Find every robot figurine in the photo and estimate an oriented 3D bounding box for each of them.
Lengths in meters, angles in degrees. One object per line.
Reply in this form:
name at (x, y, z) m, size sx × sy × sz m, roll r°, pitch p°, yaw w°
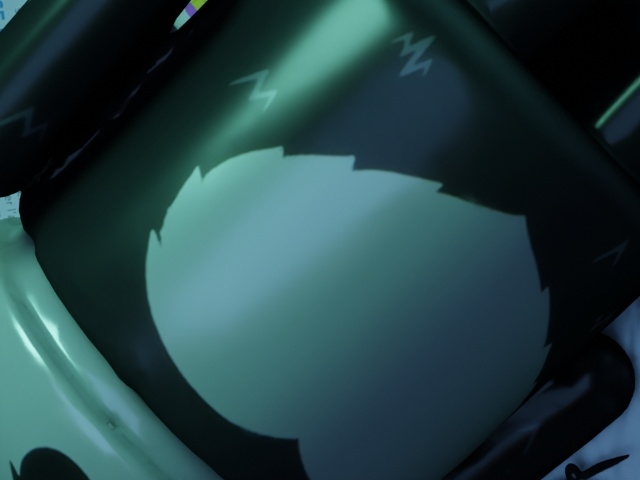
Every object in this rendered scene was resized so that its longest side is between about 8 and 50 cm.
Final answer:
robot figurine at (0.002, 0.002, 0.487) m, size 0.278 × 0.173 × 0.209 m, roll -44°, pitch 76°, yaw 8°

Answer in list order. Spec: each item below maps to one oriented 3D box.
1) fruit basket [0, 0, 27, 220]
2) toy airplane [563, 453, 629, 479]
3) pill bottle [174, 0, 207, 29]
fruit basket at (-0.253, -0.119, 0.595) m, size 0.353 × 0.165 × 0.327 m, roll -10°, pitch 88°, yaw -5°
toy airplane at (0.127, 0.146, 0.520) m, size 0.151 × 0.028 × 0.151 m, roll -1°, pitch 87°, yaw 16°
pill bottle at (-0.021, -0.108, 0.567) m, size 0.083 × 0.043 × 0.043 m, roll -40°, pitch 78°, yaw 10°
